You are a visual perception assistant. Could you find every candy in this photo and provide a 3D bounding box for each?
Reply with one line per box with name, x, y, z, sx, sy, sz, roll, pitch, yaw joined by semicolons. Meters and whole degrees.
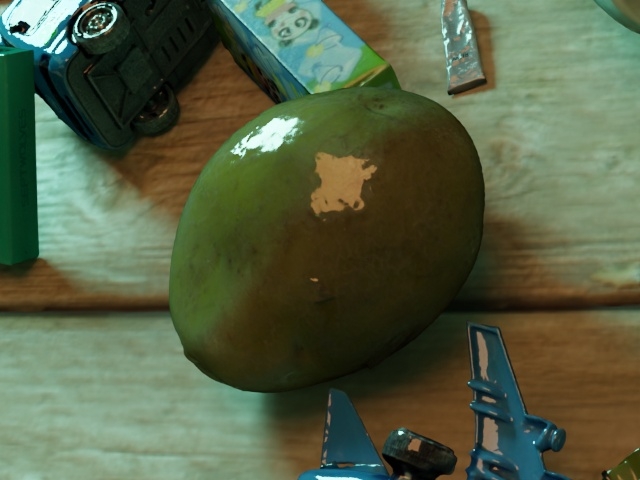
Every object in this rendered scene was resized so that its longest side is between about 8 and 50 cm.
candy;-0.010;-0.130;1.282;0.062;0.097;0.194;-35;49;-8

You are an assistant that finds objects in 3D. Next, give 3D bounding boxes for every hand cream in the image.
hand cream;0.102;-0.149;1.299;0.030;0.019;0.093;-16;52;14

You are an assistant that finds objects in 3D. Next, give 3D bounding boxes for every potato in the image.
potato;0.000;0.000;1.138;0.235;0.160;0.178;-49;31;6

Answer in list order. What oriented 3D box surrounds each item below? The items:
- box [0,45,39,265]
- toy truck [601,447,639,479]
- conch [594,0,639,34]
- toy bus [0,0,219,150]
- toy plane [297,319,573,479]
box;-0.316;-0.075;1.346;0.226;0.160;0.042;9;15;29
toy truck;0.281;0.111;0.953;0.257;0.127;0.127;-31;52;6
conch;0.259;-0.223;1.217;0.185;0.121;0.221;13;68;27
toy bus;-0.140;-0.197;1.377;0.134;0.113;0.246;23;67;35
toy plane;0.081;0.172;0.988;0.271;0.105;0.254;14;79;47
